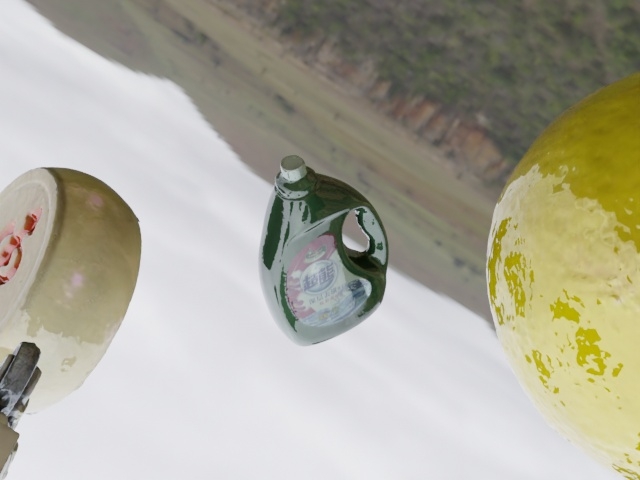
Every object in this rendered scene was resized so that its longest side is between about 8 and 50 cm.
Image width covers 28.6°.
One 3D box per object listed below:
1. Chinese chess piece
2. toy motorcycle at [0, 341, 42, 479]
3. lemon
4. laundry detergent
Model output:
[{"bbox_3d":[-0.283,0.046,1.239,0.097,0.251,0.251,32,-175,-33],"label":"Chinese chess piece"},{"bbox_3d":[-0.256,0.174,0.853,0.074,0.151,0.229,32,-138,-14],"label":"toy motorcycle"},{"bbox_3d":[0.295,0.022,0.942,0.348,0.348,0.348,32,-175,-3],"label":"lemon"},{"bbox_3d":[0.000,0.000,1.226,0.063,0.137,0.211,52,160,47],"label":"laundry detergent"}]
